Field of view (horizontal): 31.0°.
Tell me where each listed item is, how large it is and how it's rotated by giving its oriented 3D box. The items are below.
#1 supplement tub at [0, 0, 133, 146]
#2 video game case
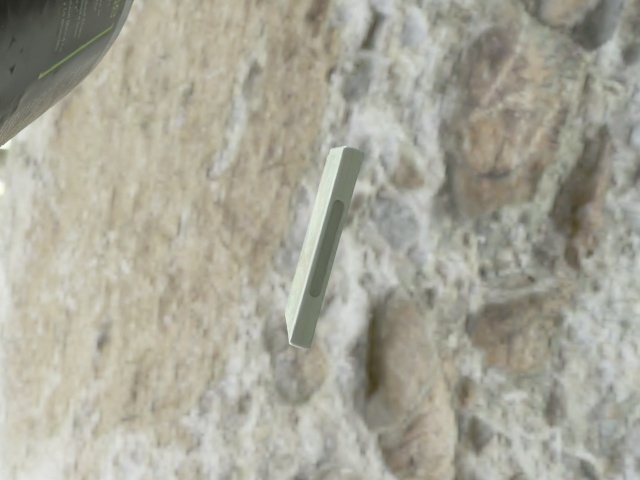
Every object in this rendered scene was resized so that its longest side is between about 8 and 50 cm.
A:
[{"bbox_3d":[-0.177,-0.109,0.417,0.316,0.193,0.194,-72,-177,-68],"label":"supplement tub"},{"bbox_3d":[0.000,0.000,1.110,0.201,0.023,0.183,-123,-131,-86],"label":"video game case"}]
